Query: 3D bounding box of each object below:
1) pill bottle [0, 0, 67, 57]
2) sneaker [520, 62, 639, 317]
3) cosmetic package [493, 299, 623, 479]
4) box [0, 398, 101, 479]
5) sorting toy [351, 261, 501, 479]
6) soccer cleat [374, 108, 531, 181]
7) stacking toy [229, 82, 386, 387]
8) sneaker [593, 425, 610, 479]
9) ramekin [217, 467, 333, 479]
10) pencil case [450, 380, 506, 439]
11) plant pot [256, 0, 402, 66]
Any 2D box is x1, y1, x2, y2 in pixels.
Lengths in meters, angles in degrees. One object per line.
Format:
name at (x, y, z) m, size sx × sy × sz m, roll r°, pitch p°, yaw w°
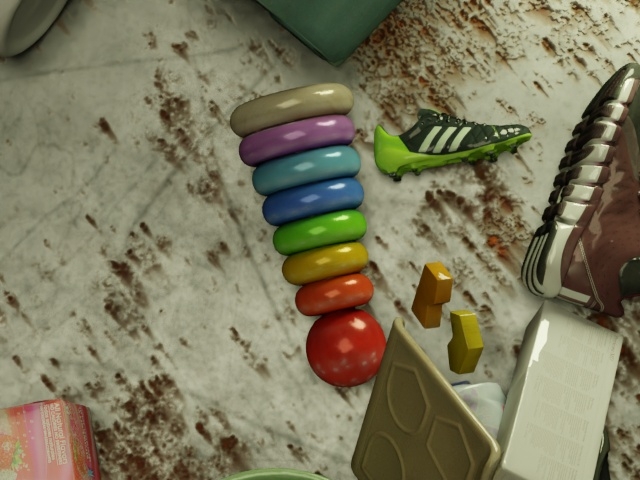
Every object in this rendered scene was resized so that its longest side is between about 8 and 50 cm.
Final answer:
pill bottle at (-0.422, -0.340, 1.951) m, size 0.264 × 0.153 × 0.153 m, roll 35°, pitch 85°, yaw 8°
sneaker at (0.343, -0.044, 1.896) m, size 0.162 × 0.106 × 0.281 m, roll 24°, pitch 85°, yaw -7°
cosmetic package at (0.247, 0.182, 1.806) m, size 0.099 × 0.060 × 0.239 m, roll 24°, pitch 47°, yaw -2°
box at (-0.307, 0.330, 1.842) m, size 0.142 × 0.154 × 0.300 m, roll -11°, pitch 80°, yaw 2°
sorting toy at (0.121, 0.187, 1.749) m, size 0.041 × 0.307 × 0.229 m, roll -6°, pitch 40°, yaw -27°
soccer cleat at (0.146, -0.118, 1.928) m, size 0.179 × 0.060 × 0.072 m, roll -11°, pitch 79°, yaw 5°
stacking toy at (0.000, 0.000, 1.896) m, size 0.141 × 0.141 × 0.330 m, roll -13°, pitch 88°, yaw 2°
sneaker at (0.281, 0.289, 1.851) m, size 0.087 × 0.130 × 0.227 m, roll -10°, pitch 53°, yaw 7°
ramekin at (-0.041, 0.394, 1.813) m, size 0.303 × 0.148 × 0.303 m, roll -1°, pitch 82°, yaw 5°
pencil case at (0.167, 0.285, 1.838) m, size 0.124 × 0.113 × 0.273 m, roll -18°, pitch 80°, yaw 15°
plant pot at (0.025, -0.393, 1.858) m, size 0.341 × 0.341 × 0.334 m, roll 40°, pitch 93°, yaw 8°
